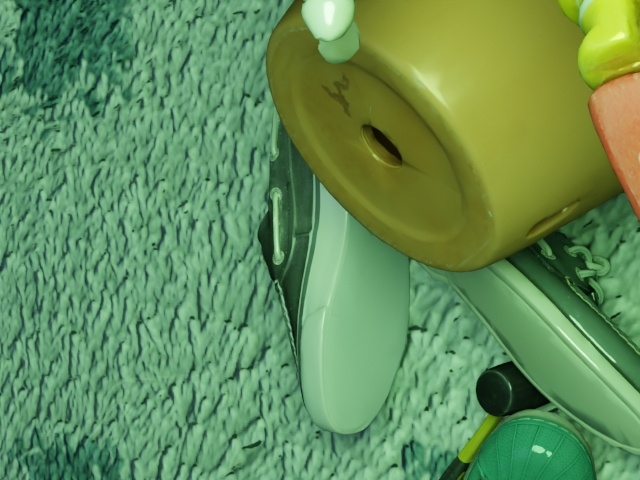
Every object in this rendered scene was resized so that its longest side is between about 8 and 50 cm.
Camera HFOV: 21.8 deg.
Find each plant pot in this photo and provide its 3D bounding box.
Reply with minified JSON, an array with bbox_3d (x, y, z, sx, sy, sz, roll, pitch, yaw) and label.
[{"bbox_3d":[0.104,-0.116,1.073,0.291,0.203,0.291,39,156,21],"label":"plant pot"}]

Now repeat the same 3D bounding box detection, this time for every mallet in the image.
[{"bbox_3d":[0.121,0.159,1.272,0.039,0.062,0.189,51,136,28],"label":"mallet"}]

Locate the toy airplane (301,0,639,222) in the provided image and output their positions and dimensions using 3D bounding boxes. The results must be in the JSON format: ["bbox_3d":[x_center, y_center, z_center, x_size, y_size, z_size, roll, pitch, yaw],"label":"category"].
[{"bbox_3d":[0.150,-0.218,0.811,0.384,0.272,0.386,37,107,26],"label":"toy airplane"}]

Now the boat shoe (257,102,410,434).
[{"bbox_3d":[0.000,0.000,1.315,0.102,0.108,0.301,-2,88,40],"label":"boat shoe"}]

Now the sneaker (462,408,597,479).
[{"bbox_3d":[0.120,0.271,1.197,0.108,0.121,0.302,19,110,10],"label":"sneaker"}]

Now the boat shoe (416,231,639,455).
[{"bbox_3d":[0.154,0.018,1.184,0.319,0.099,0.116,46,161,32],"label":"boat shoe"}]
